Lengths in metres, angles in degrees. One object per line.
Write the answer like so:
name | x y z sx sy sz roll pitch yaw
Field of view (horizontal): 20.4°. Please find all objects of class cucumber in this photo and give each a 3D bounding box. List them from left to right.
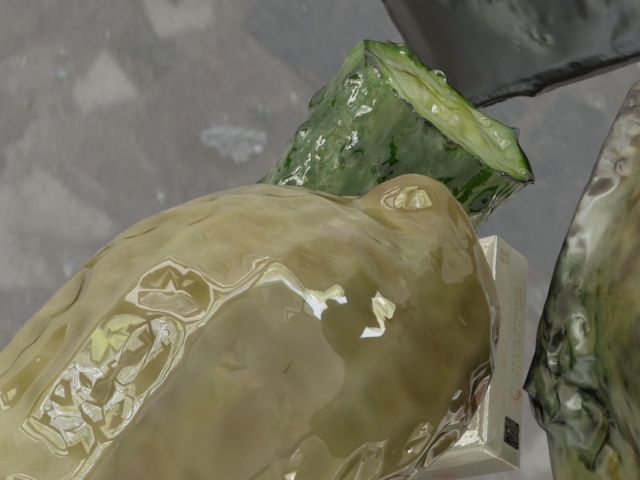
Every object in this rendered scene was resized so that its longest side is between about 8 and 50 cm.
cucumber | 0.003 0.002 1.055 0.134 0.134 0.244 37 108 -20

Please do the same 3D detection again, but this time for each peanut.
peanut | -0.058 0.075 0.548 0.298 0.120 0.136 -35 139 -24

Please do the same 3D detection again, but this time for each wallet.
wallet | 0.179 -0.214 1.381 0.051 0.377 0.197 -40 104 -33

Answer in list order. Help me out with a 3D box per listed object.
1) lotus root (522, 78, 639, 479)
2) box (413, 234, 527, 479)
lotus root | 0.224 0.073 0.513 0.346 0.250 0.250 28 110 19
box | 0.106 0.107 1.542 0.141 0.201 0.058 -14 146 35
